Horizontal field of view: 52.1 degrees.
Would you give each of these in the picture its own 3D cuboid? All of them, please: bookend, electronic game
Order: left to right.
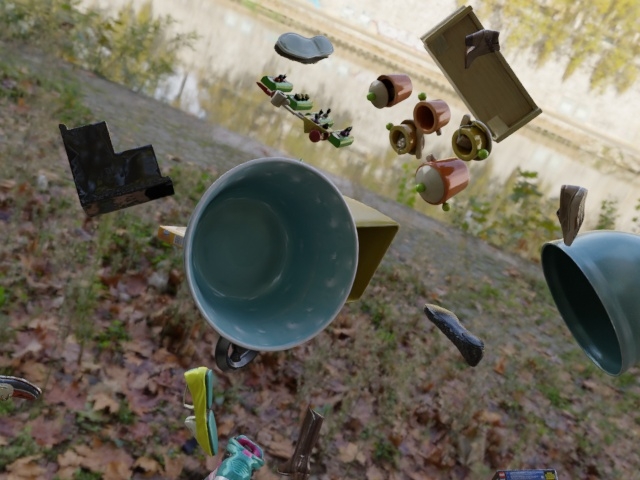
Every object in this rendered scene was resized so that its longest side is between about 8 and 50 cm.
[{"bbox_3d":[-0.358,-0.141,1.156,0.156,0.157,0.072,-18,-12,-12],"label":"bookend"},{"bbox_3d":[-0.241,0.308,2.037,0.048,0.229,0.229,27,17,31],"label":"electronic game"}]

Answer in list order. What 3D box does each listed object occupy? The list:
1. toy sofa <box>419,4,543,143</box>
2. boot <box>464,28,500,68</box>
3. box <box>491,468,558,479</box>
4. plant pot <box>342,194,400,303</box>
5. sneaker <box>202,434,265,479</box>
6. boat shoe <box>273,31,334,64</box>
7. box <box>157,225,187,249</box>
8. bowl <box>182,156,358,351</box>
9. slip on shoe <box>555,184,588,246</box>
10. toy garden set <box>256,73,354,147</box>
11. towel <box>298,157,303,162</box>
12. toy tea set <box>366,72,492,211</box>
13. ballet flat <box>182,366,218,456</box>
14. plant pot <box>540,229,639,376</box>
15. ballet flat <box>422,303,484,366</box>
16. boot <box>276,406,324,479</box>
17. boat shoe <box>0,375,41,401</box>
[{"bbox_3d":[0.438,-0.455,1.799,0.362,0.150,0.177,52,14,-9],"label":"toy sofa"},{"bbox_3d":[0.410,-0.483,1.658,0.087,0.042,0.118,-3,-28,7],"label":"boot"},{"bbox_3d":[0.320,0.410,1.067,0.094,0.137,0.027,0,51,-2],"label":"box"},{"bbox_3d":[0.000,0.000,1.387,0.212,0.212,0.187,-3,39,-46],"label":"plant pot"},{"bbox_3d":[-0.253,0.657,1.891,0.124,0.295,0.178,39,58,-2],"label":"sneaker"},{"bbox_3d":[-0.053,-0.521,1.808,0.228,0.069,0.081,-18,81,-50],"label":"boat shoe"},{"bbox_3d":[-0.237,-0.004,1.273,0.081,0.028,0.136,21,13,37],"label":"box"},{"bbox_3d":[-0.108,0.017,1.108,0.312,0.311,0.163,12,-2,-31],"label":"bowl"},{"bbox_3d":[0.433,-0.044,1.142,0.041,0.051,0.135,24,-28,29],"label":"slip on shoe"},{"bbox_3d":[-0.036,-0.309,1.505,0.244,0.049,0.204,42,22,7],"label":"toy garden set"},{"bbox_3d":[-0.091,-0.187,2.185,0.023,0.152,0.113,22,-22,-2],"label":"towel"},{"bbox_3d":[0.204,-0.221,1.412,0.124,0.200,0.336,-22,52,-30],"label":"toy tea set"},{"bbox_3d":[-0.300,0.425,1.624,0.077,0.230,0.077,-3,9,1],"label":"ballet flat"},{"bbox_3d":[0.606,0.098,1.313,0.293,0.196,0.293,-24,90,-90],"label":"plant pot"},{"bbox_3d":[0.239,0.169,1.216,0.058,0.049,0.173,5,24,-28],"label":"ballet flat"},{"bbox_3d":[-0.032,0.335,1.085,0.037,0.114,0.106,20,-18,-24],"label":"boot"},{"bbox_3d":[-0.574,0.266,1.172,0.137,0.049,0.043,22,43,-18],"label":"boat shoe"}]
